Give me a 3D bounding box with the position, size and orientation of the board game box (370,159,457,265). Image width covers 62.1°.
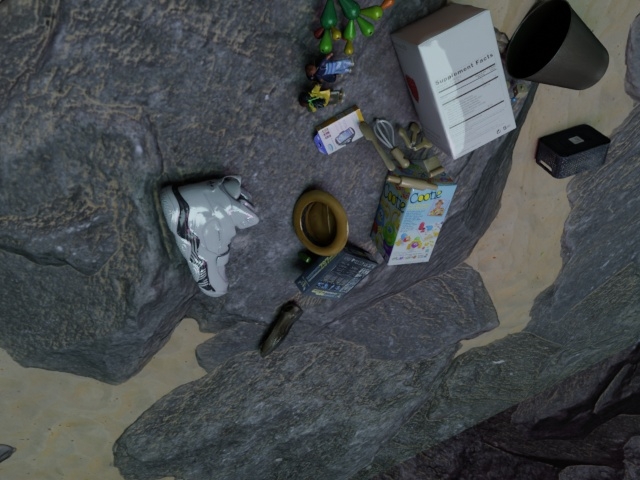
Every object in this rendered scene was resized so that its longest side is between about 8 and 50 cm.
[{"bbox_3d":[0.262,-0.081,1.548,0.144,0.142,0.275,-4,130,-21],"label":"board game box"}]

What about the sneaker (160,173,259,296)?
[{"bbox_3d":[-0.253,-0.009,1.377,0.210,0.137,0.365,-19,130,-4],"label":"sneaker"}]

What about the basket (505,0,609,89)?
[{"bbox_3d":[0.623,-0.480,1.372,0.227,0.154,0.204,9,125,-35],"label":"basket"}]

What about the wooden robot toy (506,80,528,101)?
[{"bbox_3d":[0.470,-0.384,1.455,0.173,0.076,0.079,-23,169,-5],"label":"wooden robot toy"}]

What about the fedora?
[{"bbox_3d":[0.013,-0.055,1.479,0.079,0.194,0.194,-36,151,-51],"label":"fedora"}]

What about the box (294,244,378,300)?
[{"bbox_3d":[0.053,0.099,1.619,0.183,0.059,0.233,-46,151,16],"label":"box"}]

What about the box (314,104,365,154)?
[{"bbox_3d":[0.048,-0.279,1.362,0.136,0.028,0.081,-27,134,2],"label":"box"}]

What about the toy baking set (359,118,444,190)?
[{"bbox_3d":[0.211,-0.224,1.386,0.256,0.196,0.030,2,158,-29],"label":"toy baking set"}]

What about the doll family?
[{"bbox_3d":[0.003,-0.359,1.219,0.111,0.076,0.193,-9,142,-19],"label":"doll family"}]

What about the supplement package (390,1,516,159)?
[{"bbox_3d":[0.314,-0.378,1.259,0.175,0.177,0.293,-27,121,0],"label":"supplement package"}]

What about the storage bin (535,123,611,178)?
[{"bbox_3d":[0.771,-0.274,1.629,0.180,0.122,0.084,-19,133,-9],"label":"storage bin"}]

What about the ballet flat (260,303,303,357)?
[{"bbox_3d":[-0.138,0.295,1.756,0.084,0.058,0.250,-26,155,-55],"label":"ballet flat"}]

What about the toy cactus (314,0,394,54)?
[{"bbox_3d":[0.052,-0.512,1.131,0.180,0.112,0.219,40,109,-23],"label":"toy cactus"}]

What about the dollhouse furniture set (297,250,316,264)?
[{"bbox_3d":[0.000,0.000,1.583,0.076,0.058,0.151,31,92,-32],"label":"dollhouse furniture set"}]
